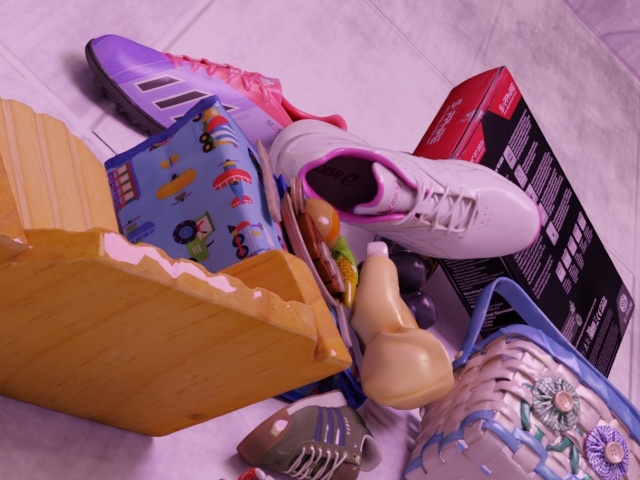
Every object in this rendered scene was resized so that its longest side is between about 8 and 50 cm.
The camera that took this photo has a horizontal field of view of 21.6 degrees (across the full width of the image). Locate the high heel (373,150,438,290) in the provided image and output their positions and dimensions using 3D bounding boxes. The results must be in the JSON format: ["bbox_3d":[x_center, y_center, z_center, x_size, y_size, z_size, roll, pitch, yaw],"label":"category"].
[{"bbox_3d":[0.132,0.021,2.019,0.261,0.093,0.186,32,58,-56],"label":"high heel"}]

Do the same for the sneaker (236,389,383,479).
[{"bbox_3d":[0.001,0.191,1.529,0.086,0.064,0.192,49,20,14],"label":"sneaker"}]

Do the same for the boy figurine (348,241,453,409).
[{"bbox_3d":[0.078,0.089,1.693,0.285,0.092,0.177,-94,170,-77],"label":"boy figurine"}]

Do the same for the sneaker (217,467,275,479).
[{"bbox_3d":[-0.032,0.227,1.429,0.161,0.057,0.075,6,53,-53],"label":"sneaker"}]

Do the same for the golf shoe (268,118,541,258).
[{"bbox_3d":[0.094,-0.038,1.768,0.306,0.115,0.140,13,9,-9],"label":"golf shoe"}]

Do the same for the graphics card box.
[{"bbox_3d":[0.240,0.008,2.002,0.371,0.094,0.233,57,36,-20],"label":"graphics card box"}]

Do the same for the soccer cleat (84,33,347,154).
[{"bbox_3d":[-0.110,-0.153,1.801,0.318,0.116,0.108,30,29,-36],"label":"soccer cleat"}]

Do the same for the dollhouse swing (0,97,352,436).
[{"bbox_3d":[-0.196,-0.043,1.302,0.347,0.315,0.305,24,54,-43],"label":"dollhouse swing"}]

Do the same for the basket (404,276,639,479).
[{"bbox_3d":[0.232,0.199,1.745,0.255,0.201,0.289,43,34,-9],"label":"basket"}]

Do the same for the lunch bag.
[{"bbox_3d":[-0.057,0.038,1.631,0.293,0.138,0.221,42,22,-50],"label":"lunch bag"}]

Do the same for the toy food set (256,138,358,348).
[{"bbox_3d":[0.000,0.000,1.580,0.132,0.038,0.192,-103,167,-51],"label":"toy food set"}]
